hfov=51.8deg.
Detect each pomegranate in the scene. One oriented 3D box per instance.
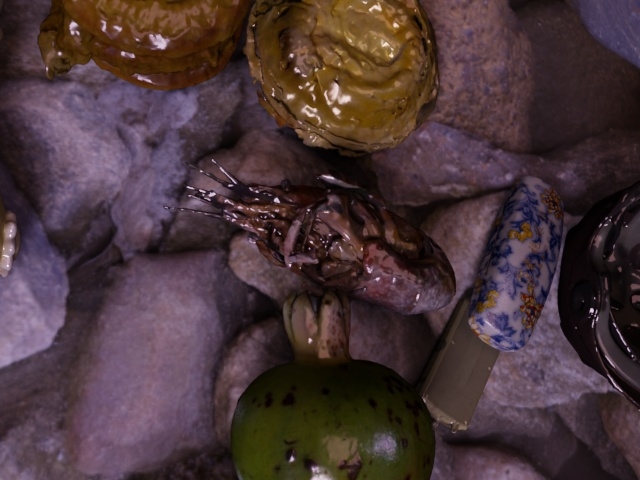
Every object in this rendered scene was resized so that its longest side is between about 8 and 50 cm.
[{"bbox_3d":[0.008,0.171,0.654,0.202,0.202,0.248,2,81,-20],"label":"pomegranate"}]

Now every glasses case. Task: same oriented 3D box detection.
[{"bbox_3d":[0.254,0.024,0.838,0.086,0.065,0.248,35,57,-15],"label":"glasses case"}]

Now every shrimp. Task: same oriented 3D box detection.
[{"bbox_3d":[-0.002,0.000,0.733,0.342,0.116,0.145,20,48,-12],"label":"shrimp"}]

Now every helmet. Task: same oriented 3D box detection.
[{"bbox_3d":[0.400,0.072,0.834,0.224,0.177,0.306,19,79,-10],"label":"helmet"}]

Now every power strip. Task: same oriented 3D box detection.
[{"bbox_3d":[0.171,0.155,0.807,0.076,0.028,0.169,37,66,-9],"label":"power strip"}]

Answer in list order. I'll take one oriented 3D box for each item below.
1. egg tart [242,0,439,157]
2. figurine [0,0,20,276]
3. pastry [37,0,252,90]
[{"bbox_3d":[0.042,-0.242,0.816,0.278,0.095,0.279,5,75,-21],"label":"egg tart"},{"bbox_3d":[-0.359,-0.120,0.565,0.226,0.274,0.395,-10,99,-19],"label":"figurine"},{"bbox_3d":[-0.186,-0.297,0.721,0.235,0.132,0.240,0,77,-21],"label":"pastry"}]
